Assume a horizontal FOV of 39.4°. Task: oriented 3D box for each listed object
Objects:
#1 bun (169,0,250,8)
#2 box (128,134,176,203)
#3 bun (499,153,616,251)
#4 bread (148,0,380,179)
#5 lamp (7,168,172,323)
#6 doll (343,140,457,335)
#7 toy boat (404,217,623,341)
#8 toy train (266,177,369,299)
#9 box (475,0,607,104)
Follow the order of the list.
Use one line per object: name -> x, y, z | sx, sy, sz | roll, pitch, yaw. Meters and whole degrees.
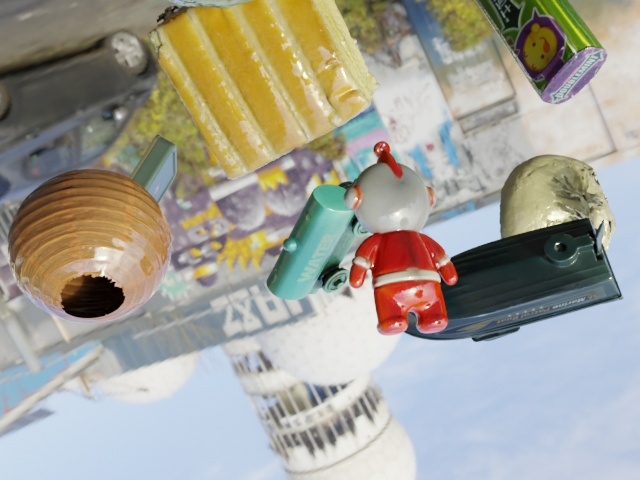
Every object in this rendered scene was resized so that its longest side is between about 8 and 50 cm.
bun -> -0.129, -0.344, 0.977 | 0.195, 0.195, 0.118 | -29, -163, -18
box -> -0.236, -0.075, 1.225 | 0.091, 0.031, 0.126 | 105, 9, -58
bun -> 0.459, -0.033, 1.687 | 0.287, 0.287, 0.146 | -34, -162, -37
bread -> -0.076, -0.245, 1.197 | 0.239, 0.246, 0.111 | -25, -164, 23
lamp -> -0.195, 0.004, 0.762 | 0.136, 0.136, 0.136 | -25, -170, 5
doll -> 0.092, -0.007, 1.088 | 0.142, 0.245, 0.076 | -2, 160, -24
toy boat -> 0.234, 0.065, 1.164 | 0.296, 0.122, 0.114 | -18, -127, 12
toy train -> 0.000, 0.000, 1.491 | 0.159, 0.101, 0.248 | -8, 138, -43
box -> 0.368, -0.412, 1.593 | 0.097, 0.346, 0.134 | -1, 142, -35
